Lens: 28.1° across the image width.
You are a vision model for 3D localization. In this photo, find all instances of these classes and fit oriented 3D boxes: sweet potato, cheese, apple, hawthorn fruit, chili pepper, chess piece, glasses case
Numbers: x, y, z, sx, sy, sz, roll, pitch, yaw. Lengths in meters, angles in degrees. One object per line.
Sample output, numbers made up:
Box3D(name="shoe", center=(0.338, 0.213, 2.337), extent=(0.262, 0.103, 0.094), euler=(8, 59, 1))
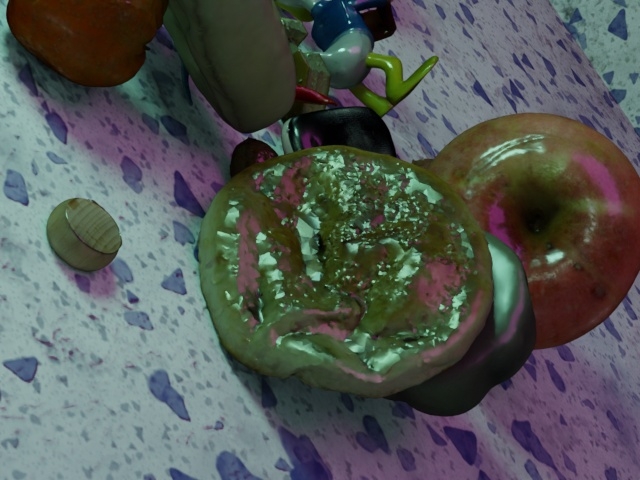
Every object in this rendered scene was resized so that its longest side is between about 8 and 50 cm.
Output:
Box3D(name="sweet potato", center=(-0.073, -0.037, 1.677), extent=(0.081, 0.062, 0.233), euler=(14, 47, -30))
Box3D(name="cheese", center=(-0.157, -0.313, 1.684), extent=(0.351, 0.129, 0.328), euler=(50, -16, 45))
Box3D(name="apple", center=(0.312, -0.014, 1.944), extent=(0.364, 0.364, 0.364), euler=(38, 30, -27))
Box3D(name="hawthorn fruit", center=(-0.277, -0.271, 1.517), extent=(0.189, 0.189, 0.189), euler=(38, 30, -27))
Box3D(name="chili pepper", center=(-0.053, -0.218, 1.881), extent=(0.178, 0.027, 0.045), euler=(8, 4, -18))
Box3D(name="chess piece", center=(-0.254, -0.007, 1.375), extent=(0.083, 0.038, 0.084), euler=(35, 33, -28))
Box3D(name="glasses case", center=(0.034, -0.139, 1.937), extent=(0.314, 0.075, 0.122), euler=(-19, 88, -62))

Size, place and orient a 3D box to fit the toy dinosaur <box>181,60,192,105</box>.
Box3D(name="toy dinosaur", center=(-0.169, -0.329, 1.844), extent=(0.144, 0.076, 0.329), euler=(45, 41, -14))

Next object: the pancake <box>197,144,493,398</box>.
Box3D(name="pancake", center=(0.033, 0.022, 1.556), extent=(0.387, 0.082, 0.387), euler=(4, 49, -4))

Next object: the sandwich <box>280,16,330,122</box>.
Box3D(name="sandwich", center=(-0.051, -0.279, 1.967), extent=(0.244, 0.088, 0.090), euler=(59, 27, 13))

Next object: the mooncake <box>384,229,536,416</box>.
Box3D(name="mooncake", center=(0.146, 0.099, 1.652), extent=(0.135, 0.275, 0.275), euler=(73, 5, -49))

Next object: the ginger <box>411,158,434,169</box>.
Box3D(name="ginger", center=(0.215, -0.062, 2.151), extent=(0.190, 0.069, 0.095), euler=(52, 2, 0))

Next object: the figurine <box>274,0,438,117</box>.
Box3D(name="figurine", center=(0.037, -0.379, 2.119), extent=(0.338, 0.204, 0.283), euler=(41, 41, -5))
